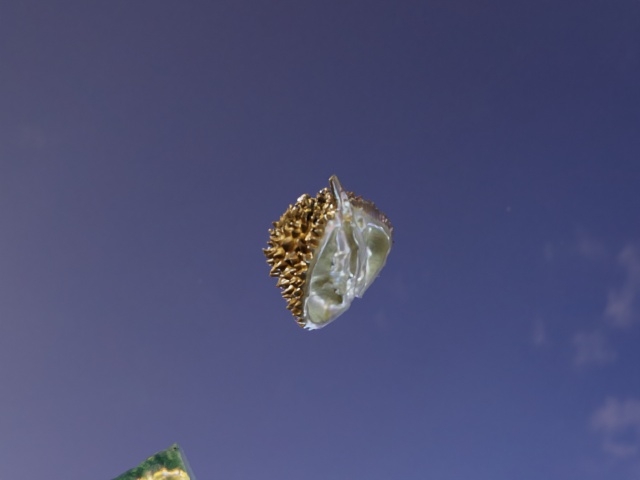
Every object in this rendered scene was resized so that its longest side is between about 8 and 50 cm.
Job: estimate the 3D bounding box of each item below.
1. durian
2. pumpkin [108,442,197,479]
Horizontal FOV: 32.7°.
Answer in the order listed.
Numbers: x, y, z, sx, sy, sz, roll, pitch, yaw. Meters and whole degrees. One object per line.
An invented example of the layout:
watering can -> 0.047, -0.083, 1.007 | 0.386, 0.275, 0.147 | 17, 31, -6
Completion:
durian -> 0.000, 0.000, 1.065 | 0.091, 0.148, 0.188 | 37, -33, 25
pumpkin -> -0.143, 0.337, 0.898 | 0.263, 0.197, 0.293 | 39, -28, 64
